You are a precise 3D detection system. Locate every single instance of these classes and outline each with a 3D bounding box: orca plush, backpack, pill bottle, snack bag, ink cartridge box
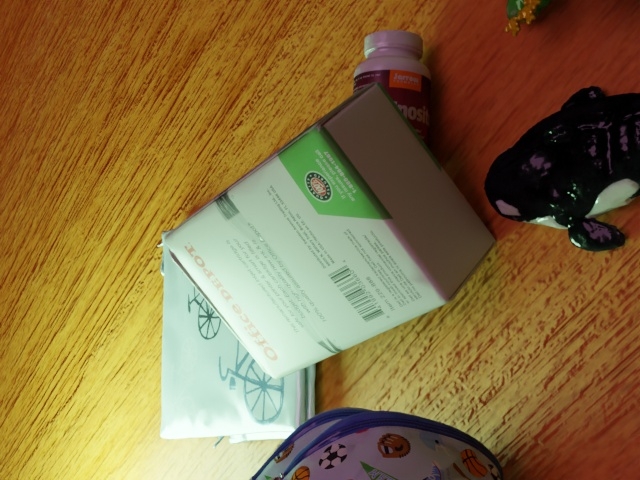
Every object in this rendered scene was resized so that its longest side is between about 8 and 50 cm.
[{"bbox_3d":[0.238,-0.067,0.846,0.287,0.102,0.151,10,91,52],"label":"orca plush"},{"bbox_3d":[0.054,0.279,0.914,0.263,0.276,0.213,-48,36,31],"label":"backpack"},{"bbox_3d":[0.077,-0.147,1.077,0.086,0.086,0.152,-6,79,51],"label":"pill bottle"},{"bbox_3d":[-0.119,0.111,1.316,0.342,0.037,0.323,-18,69,48],"label":"snack bag"},{"bbox_3d":[0.000,0.000,1.041,0.289,0.121,0.211,-30,101,45],"label":"ink cartridge box"}]

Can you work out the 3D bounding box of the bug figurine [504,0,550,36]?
[{"bbox_3d":[0.225,-0.328,0.937,0.216,0.072,0.279,-44,54,42],"label":"bug figurine"}]
